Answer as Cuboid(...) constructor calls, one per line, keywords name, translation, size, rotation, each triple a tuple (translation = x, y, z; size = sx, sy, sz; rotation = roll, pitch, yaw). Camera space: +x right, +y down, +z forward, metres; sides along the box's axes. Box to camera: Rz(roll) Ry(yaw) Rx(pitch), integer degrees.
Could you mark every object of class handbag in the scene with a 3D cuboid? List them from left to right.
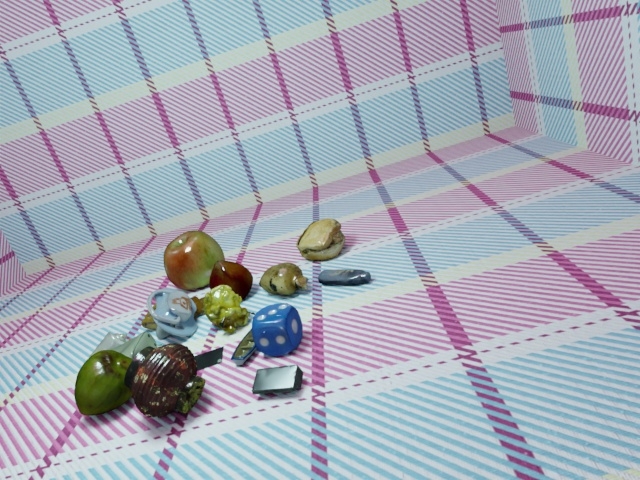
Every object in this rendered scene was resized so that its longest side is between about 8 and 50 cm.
Cuboid(name="handbag", translation=(-0.817, 0.479, 1.887), size=(0.315, 0.109, 0.241), rotation=(-19, 19, 8))

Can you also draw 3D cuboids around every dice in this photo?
Cuboid(name="dice", translation=(-0.151, 0.312, 1.682), size=(0.146, 0.143, 0.146), rotation=(-9, 21, 15))

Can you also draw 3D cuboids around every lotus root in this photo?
Cuboid(name="lotus root", translation=(-0.169, 0.168, 2.082), size=(0.257, 0.140, 0.154), rotation=(-10, 14, 39))

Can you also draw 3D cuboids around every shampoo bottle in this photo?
Cuboid(name="shampoo bottle", translation=(0.100, 0.153, 2.010), size=(0.234, 0.049, 0.087), rotation=(-2, 27, 37))

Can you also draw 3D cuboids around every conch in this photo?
Cuboid(name="conch", translation=(-0.911, 0.462, 2.077), size=(0.176, 0.094, 0.104), rotation=(-51, 43, -10))

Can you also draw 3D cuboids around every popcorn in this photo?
Cuboid(name="popcorn", translation=(-0.382, 0.273, 1.959), size=(0.195, 0.168, 0.173), rotation=(18, 2, 43))

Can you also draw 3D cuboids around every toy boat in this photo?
Cuboid(name="toy boat", translation=(-0.252, 0.371, 1.752), size=(0.080, 0.046, 0.229), rotation=(-11, 21, 21))

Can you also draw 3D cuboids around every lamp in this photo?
Cuboid(name="lamp", translation=(-0.486, 0.444, 1.521), size=(0.247, 0.247, 0.247), rotation=(-16, 20, 6))

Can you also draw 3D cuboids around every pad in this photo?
Cuboid(name="pad", translation=(-0.452, 0.451, 1.779), size=(0.193, 0.004, 0.116), rotation=(-19, 19, 0))

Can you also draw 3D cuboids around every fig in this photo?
Cuboid(name="fig", translation=(-0.750, 0.501, 1.666), size=(0.225, 0.203, 0.203), rotation=(-51, 20, 5))

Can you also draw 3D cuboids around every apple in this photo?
Cuboid(name="apple", translation=(-0.659, 0.097, 2.490), size=(0.319, 0.277, 0.319), rotation=(-17, 22, 7))

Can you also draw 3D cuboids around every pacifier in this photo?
Cuboid(name="pacifier", translation=(-0.651, 0.328, 2.054), size=(0.207, 0.227, 0.279), rotation=(-56, 29, 23))

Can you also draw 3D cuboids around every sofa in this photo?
Cuboid(name="sofa", translation=(-0.130, 0.438, 1.474), size=(0.147, 0.060, 0.085), rotation=(-12, 38, 19))

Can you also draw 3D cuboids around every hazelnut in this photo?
Cuboid(name="hazelnut", translation=(-0.414, 0.173, 2.182), size=(0.208, 0.208, 0.208), rotation=(-16, 20, 6))

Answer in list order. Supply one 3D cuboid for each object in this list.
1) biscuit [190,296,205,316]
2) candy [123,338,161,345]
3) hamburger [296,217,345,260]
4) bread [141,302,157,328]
Cuboid(name="biscuit", translation=(-0.583, 0.309, 2.221), size=(0.138, 0.031, 0.205), rotation=(-32, 25, -17))
Cuboid(name="candy", translation=(-0.745, 0.437, 2.020), size=(0.185, 0.049, 0.055), rotation=(-4, -21, 19))
Cuboid(name="hamburger", translation=(0.000, 0.000, 2.373), size=(0.243, 0.146, 0.286), rotation=(-28, 28, -8))
Cuboid(name="bread", translation=(-0.736, 0.331, 2.227), size=(0.134, 0.081, 0.225), rotation=(-16, 21, 10))
